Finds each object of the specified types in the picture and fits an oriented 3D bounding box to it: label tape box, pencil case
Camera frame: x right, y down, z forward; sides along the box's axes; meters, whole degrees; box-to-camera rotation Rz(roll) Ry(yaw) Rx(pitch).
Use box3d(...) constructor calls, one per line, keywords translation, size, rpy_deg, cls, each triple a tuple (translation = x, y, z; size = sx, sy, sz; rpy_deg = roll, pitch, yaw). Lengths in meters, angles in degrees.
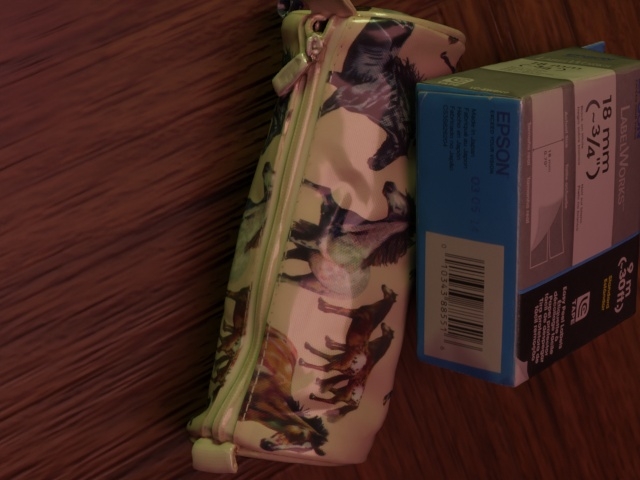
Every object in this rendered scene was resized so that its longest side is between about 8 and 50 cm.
box3d(translation=(0.218, -0.041, 1.139), size=(0.333, 0.105, 0.241), rpy_deg=(-20, 115, -48), cls="label tape box")
box3d(translation=(0.000, 0.000, 1.087), size=(0.183, 0.159, 0.411), rpy_deg=(14, 88, -44), cls="pencil case")
